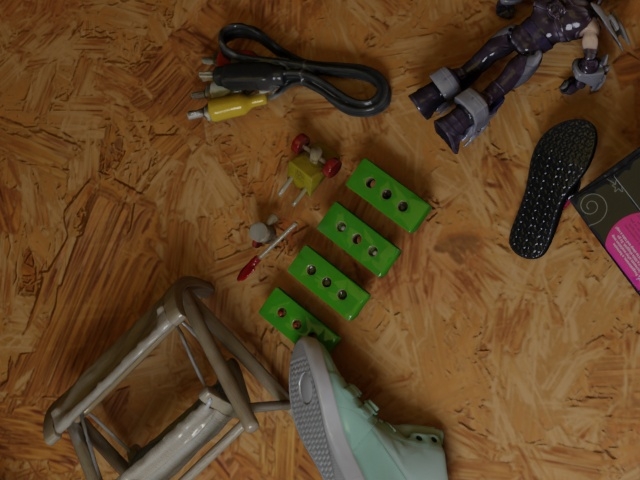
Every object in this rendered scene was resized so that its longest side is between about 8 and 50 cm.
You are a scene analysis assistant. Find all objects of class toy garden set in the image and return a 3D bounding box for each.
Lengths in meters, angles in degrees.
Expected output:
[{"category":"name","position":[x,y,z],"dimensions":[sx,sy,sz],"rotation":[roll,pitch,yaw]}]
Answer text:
[{"category":"toy garden set","position":[0.000,0.000,1.287],"dimensions":[0.204,0.049,0.244],"rotation":[38,99,21]}]

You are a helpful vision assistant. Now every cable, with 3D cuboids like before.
[{"category":"cable","position":[-0.041,-0.222,1.343],"dimensions":[0.287,0.072,0.139],"rotation":[5,68,11]}]

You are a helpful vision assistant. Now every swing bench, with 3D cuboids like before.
[{"category":"swing bench","position":[-0.202,0.215,1.277],"dimensions":[0.253,0.165,0.254],"rotation":[-45,69,12]}]

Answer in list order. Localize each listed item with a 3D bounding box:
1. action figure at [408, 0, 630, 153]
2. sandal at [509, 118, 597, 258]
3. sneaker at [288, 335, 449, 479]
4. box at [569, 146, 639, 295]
[{"category":"action figure","position":[0.242,-0.232,1.192],"dimensions":[0.285,0.099,0.185],"rotation":[-39,63,10]},{"category":"sandal","position":[0.277,-0.063,1.187],"dimensions":[0.067,0.040,0.179],"rotation":[30,109,29]},{"category":"sneaker","position":[0.061,0.224,1.203],"dimensions":[0.256,0.151,0.094],"rotation":[66,148,26]},{"category":"box","position":[0.412,0.014,1.060],"dimensions":[0.163,0.142,0.247],"rotation":[-37,72,13]}]
